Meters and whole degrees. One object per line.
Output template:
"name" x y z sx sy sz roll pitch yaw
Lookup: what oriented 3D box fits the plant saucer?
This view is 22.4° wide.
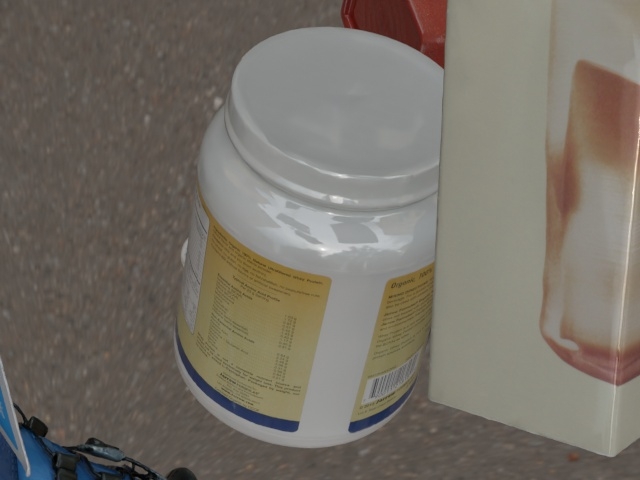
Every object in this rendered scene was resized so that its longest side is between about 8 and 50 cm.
"plant saucer" 0.084 -0.239 1.783 0.047 0.259 0.258 -10 61 -14

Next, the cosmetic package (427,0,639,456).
"cosmetic package" 0.157 -0.048 0.927 0.153 0.129 0.296 -28 126 -49

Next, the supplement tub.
"supplement tub" 0.000 0.000 1.382 0.228 0.316 0.228 7 42 -6

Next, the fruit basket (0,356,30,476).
"fruit basket" -0.215 -0.123 0.584 0.165 0.327 0.353 -21 45 -20

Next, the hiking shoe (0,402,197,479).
"hiking shoe" -0.126 0.129 0.741 0.132 0.113 0.304 -41 115 -27

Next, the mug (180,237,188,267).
"mug" -0.102 0.018 1.642 0.064 0.078 0.062 23 71 -34
